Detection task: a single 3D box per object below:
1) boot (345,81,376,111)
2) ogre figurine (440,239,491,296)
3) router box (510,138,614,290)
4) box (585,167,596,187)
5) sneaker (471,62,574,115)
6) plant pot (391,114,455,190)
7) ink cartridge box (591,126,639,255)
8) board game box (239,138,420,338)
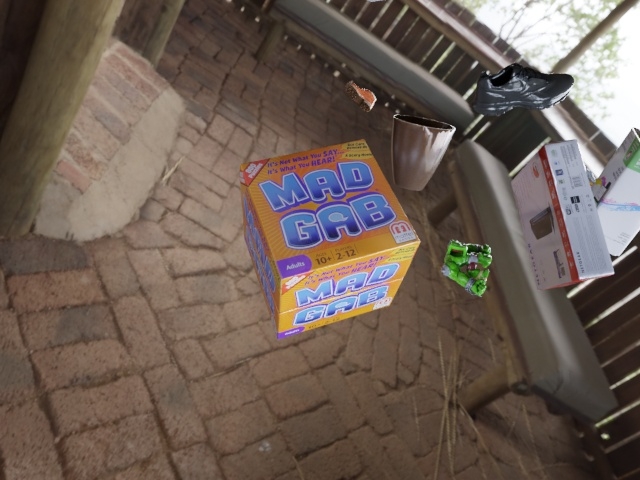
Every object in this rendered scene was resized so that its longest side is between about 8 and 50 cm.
[{"bbox_3d":[0.184,-0.667,2.231,0.158,0.059,0.085,43,63,-13],"label":"boot"},{"bbox_3d":[0.384,0.058,1.295,0.118,0.097,0.197,22,59,9],"label":"ogre figurine"},{"bbox_3d":[0.617,-0.049,1.289,0.301,0.082,0.336,61,20,-77],"label":"router box"},{"bbox_3d":[0.786,-0.200,1.498,0.136,0.027,0.094,26,44,-20],"label":"box"},{"bbox_3d":[0.583,-0.445,1.407,0.285,0.130,0.109,-11,47,3],"label":"sneaker"},{"bbox_3d":[0.335,-0.300,1.720,0.215,0.231,0.215,9,22,-3],"label":"plant pot"},{"bbox_3d":[0.798,-0.129,1.288,0.117,0.278,0.201,27,33,11],"label":"ink cartridge box"},{"bbox_3d":[0.000,0.000,1.360,0.355,0.356,0.357,-15,60,-15],"label":"board game box"}]
